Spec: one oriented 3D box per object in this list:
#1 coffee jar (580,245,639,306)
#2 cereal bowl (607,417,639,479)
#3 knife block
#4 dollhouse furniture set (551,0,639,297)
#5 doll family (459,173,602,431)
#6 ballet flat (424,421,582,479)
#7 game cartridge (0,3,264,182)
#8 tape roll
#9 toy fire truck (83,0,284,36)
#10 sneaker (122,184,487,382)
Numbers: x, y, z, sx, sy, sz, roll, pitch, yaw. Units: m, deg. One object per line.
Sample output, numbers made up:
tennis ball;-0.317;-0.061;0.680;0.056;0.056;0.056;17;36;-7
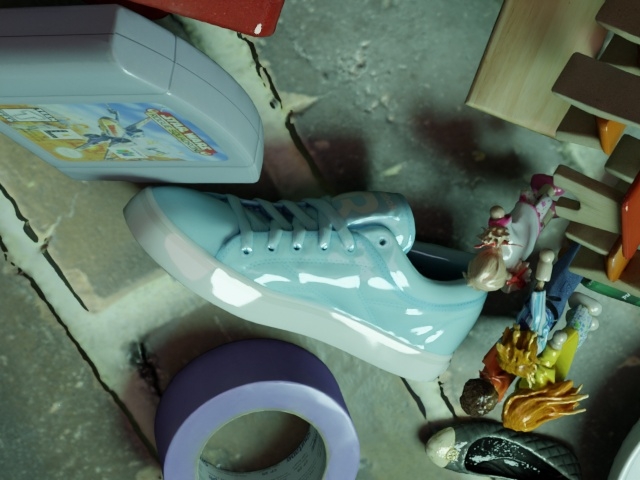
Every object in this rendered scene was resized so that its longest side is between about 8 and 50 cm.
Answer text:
coffee jar;0.339;0.032;1.681;0.184;0.079;0.096;24;110;-23
cereal bowl;0.448;0.272;1.775;0.339;0.141;0.339;0;102;0
knife block;0.217;-0.251;1.411;0.088;0.275;0.242;21;141;3
dollhouse furniture set;0.306;-0.102;1.433;0.259;0.135;0.262;-56;154;-23
doll family;0.199;0.077;1.577;0.118;0.163;0.263;21;139;23
ballet flat;0.188;0.220;1.763;0.173;0.049;0.057;11;114;-18
game cartridge;-0.162;-0.107;1.375;0.198;0.062;0.297;5;166;21
tape roll;-0.062;0.194;1.676;0.189;0.080;0.189;-5;118;-9
toy fire truck;-0.184;-0.252;1.309;0.302;0.254;0.169;15;113;-20
sneaker;0.000;0.000;1.564;0.366;0.135;0.150;22;110;-34
